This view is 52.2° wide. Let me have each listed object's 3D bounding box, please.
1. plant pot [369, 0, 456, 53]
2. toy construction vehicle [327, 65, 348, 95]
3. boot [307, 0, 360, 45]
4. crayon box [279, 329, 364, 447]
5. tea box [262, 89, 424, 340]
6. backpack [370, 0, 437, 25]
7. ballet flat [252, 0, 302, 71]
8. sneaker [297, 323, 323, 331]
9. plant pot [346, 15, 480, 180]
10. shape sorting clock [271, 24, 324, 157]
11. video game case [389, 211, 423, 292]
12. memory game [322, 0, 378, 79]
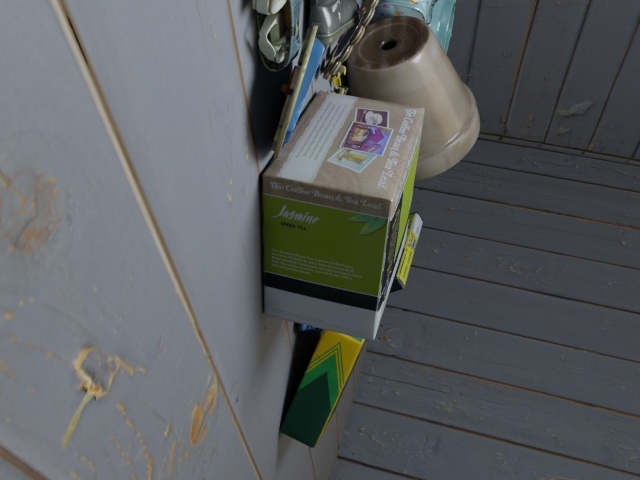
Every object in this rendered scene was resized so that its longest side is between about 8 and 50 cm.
[{"bbox_3d":[0.253,-0.573,1.746,0.293,0.196,0.293,12,90,-79],"label":"plant pot"},{"bbox_3d":[0.039,-0.310,1.377,0.086,0.035,0.098,66,37,-71],"label":"toy construction vehicle"},{"bbox_3d":[0.020,-0.453,1.086,0.189,0.076,0.208,-68,158,-49],"label":"boot"},{"bbox_3d":[0.040,0.307,1.702,0.363,0.106,0.313,-43,155,-71],"label":"crayon box"},{"bbox_3d":[0.047,-0.055,1.216,0.329,0.220,0.323,-65,163,-50],"label":"tea box"},{"bbox_3d":[0.191,-0.572,1.506,0.188,0.166,0.144,87,15,-71],"label":"backpack"},{"bbox_3d":[-0.059,-0.296,0.846,0.188,0.070,0.070,82,23,-55],"label":"ballet flat"},{"bbox_3d":[-0.018,0.191,1.558,0.144,0.059,0.053,2,102,-78],"label":"sneaker"},{"bbox_3d":[0.187,-0.343,1.508,0.280,0.323,0.323,61,39,-48],"label":"plant pot"},{"bbox_3d":[-0.041,-0.225,0.993,0.206,0.040,0.206,-159,-90,-84],"label":"shape sorting clock"},{"bbox_3d":[0.088,0.055,1.476,0.035,0.275,0.248,55,34,-23],"label":"video game case"},{"bbox_3d":[0.056,-0.381,1.218,0.186,0.012,0.186,-55,-164,23],"label":"memory game"}]
